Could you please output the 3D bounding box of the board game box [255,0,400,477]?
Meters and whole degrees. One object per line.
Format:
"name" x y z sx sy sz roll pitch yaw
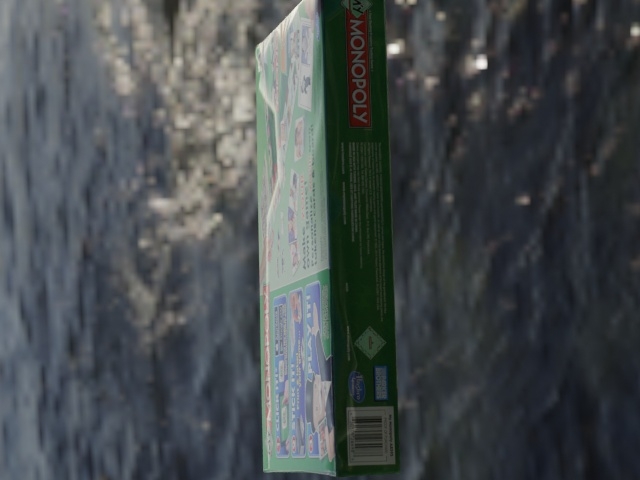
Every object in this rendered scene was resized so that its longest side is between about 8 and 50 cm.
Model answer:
"board game box" 0.000 0.000 1.290 0.213 0.046 0.317 155 114 -76
